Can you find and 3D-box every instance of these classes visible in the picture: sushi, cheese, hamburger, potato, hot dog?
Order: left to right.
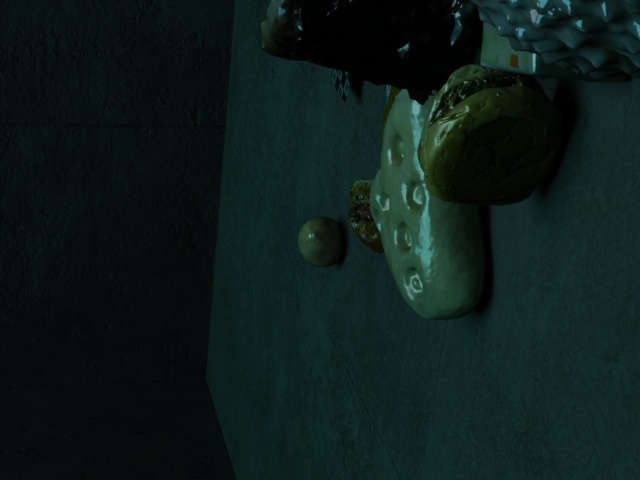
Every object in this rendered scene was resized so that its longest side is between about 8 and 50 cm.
[{"bbox_3d":[-0.001,0.001,2.667,0.147,0.112,0.112,107,157,-65],"label":"potato"},{"bbox_3d":[0.068,-0.403,2.526,0.139,0.031,0.201,-114,31,-56],"label":"sushi"},{"bbox_3d":[0.114,-0.049,2.296,0.268,0.075,0.144,-159,72,-71],"label":"hot dog"},{"bbox_3d":[0.091,-0.375,1.700,0.299,0.294,0.281,118,171,-63],"label":"sushi"},{"bbox_3d":[0.193,-0.055,1.925,0.351,0.129,0.328,106,153,-48],"label":"cheese"},{"bbox_3d":[0.234,-0.144,1.642,0.108,0.213,0.214,-106,22,-44],"label":"hamburger"}]

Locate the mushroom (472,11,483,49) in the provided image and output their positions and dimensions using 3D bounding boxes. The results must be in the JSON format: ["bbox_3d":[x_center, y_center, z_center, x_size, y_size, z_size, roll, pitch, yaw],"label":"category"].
[{"bbox_3d":[0.280,-0.353,1.688,0.092,0.081,0.223,54,153,22],"label":"mushroom"}]

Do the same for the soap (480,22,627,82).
[{"bbox_3d":[0.300,-0.306,1.503,0.182,0.138,0.199,-138,49,-70],"label":"soap"}]

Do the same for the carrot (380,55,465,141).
[{"bbox_3d":[0.176,-0.277,1.999,0.302,0.114,0.114,102,160,-45],"label":"carrot"}]

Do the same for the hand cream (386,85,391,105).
[{"bbox_3d":[0.150,-0.207,2.172,0.058,0.091,0.271,7,-98,-66],"label":"hand cream"}]

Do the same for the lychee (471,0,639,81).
[{"bbox_3d":[0.303,-0.324,1.091,0.432,0.380,0.380,38,131,44],"label":"lychee"}]
